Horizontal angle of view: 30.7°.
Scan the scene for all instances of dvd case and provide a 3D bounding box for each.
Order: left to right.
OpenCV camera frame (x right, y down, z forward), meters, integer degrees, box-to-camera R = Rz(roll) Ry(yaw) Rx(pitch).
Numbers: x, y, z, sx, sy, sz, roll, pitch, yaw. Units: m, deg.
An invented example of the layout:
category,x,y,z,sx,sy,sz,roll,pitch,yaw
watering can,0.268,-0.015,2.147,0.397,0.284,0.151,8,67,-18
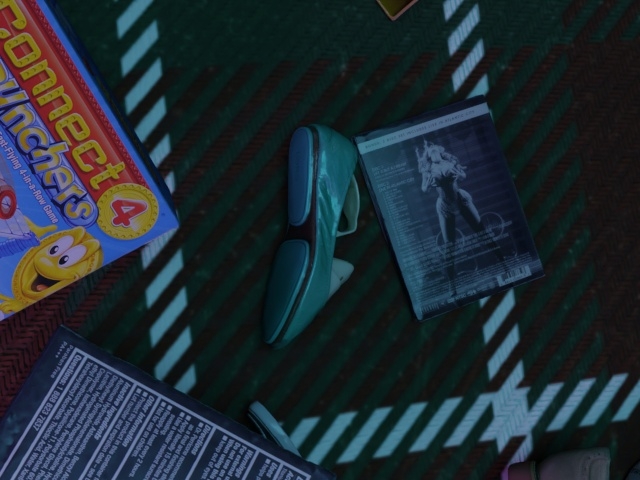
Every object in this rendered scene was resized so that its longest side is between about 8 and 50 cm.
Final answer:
category,x,y,z,sx,sy,sz,roll,pitch,yaw
dvd case,0.145,-0.038,1.321,0.165,0.018,0.221,-19,91,-14

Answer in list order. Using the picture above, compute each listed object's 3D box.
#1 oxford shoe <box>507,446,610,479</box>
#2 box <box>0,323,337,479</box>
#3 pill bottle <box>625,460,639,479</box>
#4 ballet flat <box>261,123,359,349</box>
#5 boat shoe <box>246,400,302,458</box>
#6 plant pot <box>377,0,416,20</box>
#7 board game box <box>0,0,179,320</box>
category,x,y,z,sx,sy,sz,roll,pitch,yaw
oxford shoe,0.318,0.391,1.255,0.130,0.123,0.348,-22,92,14
box,-0.190,0.289,1.088,0.294,0.182,0.296,29,69,-1
pill bottle,0.435,0.299,1.248,0.131,0.246,0.130,1,85,-14
ballet flat,0.000,0.000,1.252,0.087,0.083,0.247,11,85,-27
boat shoe,-0.042,0.237,1.237,0.040,0.049,0.142,-34,96,-14
plant pot,0.100,-0.312,1.302,0.083,0.081,0.081,-40,95,-24
board game box,-0.335,-0.077,1.069,0.302,0.086,0.308,-28,120,0
